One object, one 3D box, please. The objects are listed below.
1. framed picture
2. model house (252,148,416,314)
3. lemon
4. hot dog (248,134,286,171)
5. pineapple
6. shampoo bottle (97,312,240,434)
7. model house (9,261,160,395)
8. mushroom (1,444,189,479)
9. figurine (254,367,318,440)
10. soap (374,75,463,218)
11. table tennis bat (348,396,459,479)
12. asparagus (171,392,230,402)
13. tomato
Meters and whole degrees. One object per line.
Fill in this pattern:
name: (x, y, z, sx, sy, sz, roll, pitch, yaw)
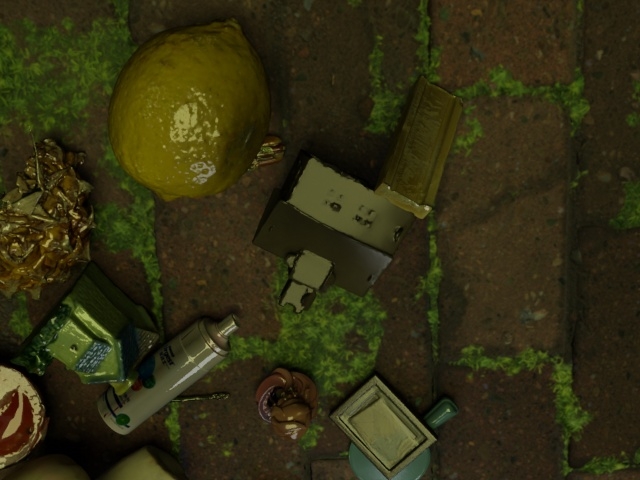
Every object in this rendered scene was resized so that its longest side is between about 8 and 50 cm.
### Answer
framed picture: (0.117, 0.348, 1.739, 0.128, 0.023, 0.168, -44, 89, 15)
model house: (0.000, 0.000, 1.544, 0.211, 0.204, 0.243, 26, 97, -9)
lemon: (-0.202, -0.207, 1.459, 0.253, 0.253, 0.311, 23, 103, -8)
hot dog: (-0.123, -0.146, 1.586, 0.133, 0.041, 0.057, -9, 108, 3)
pineapple: (-0.466, -0.014, 1.556, 0.161, 0.158, 0.335, 30, 101, 4)
shampoo bottle: (-0.267, 0.233, 1.687, 0.303, 0.092, 0.092, -38, 105, 13)
model house: (-0.399, 0.181, 1.608, 0.189, 0.214, 0.195, 37, 102, -12)
mushroom: (-0.427, 0.528, 1.666, 0.353, 0.353, 0.325, -45, 142, 13)
figurine: (-0.052, 0.298, 1.689, 0.114, 0.157, 0.126, -37, 101, -10)
soap: (0.163, -0.154, 1.497, 0.092, 0.252, 0.037, 29, 144, -10)
table tennis bat: (0.162, 0.382, 1.767, 0.244, 0.040, 0.153, -43, 98, 15)
asparagus: (-0.252, 0.298, 1.751, 0.165, 0.013, 0.016, -2, 125, 2)
tomato: (-0.603, 0.298, 1.700, 0.228, 0.112, 0.199, 36, 97, -13)
